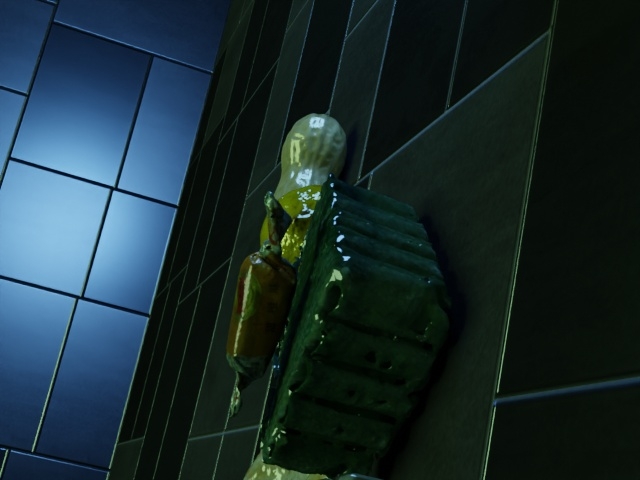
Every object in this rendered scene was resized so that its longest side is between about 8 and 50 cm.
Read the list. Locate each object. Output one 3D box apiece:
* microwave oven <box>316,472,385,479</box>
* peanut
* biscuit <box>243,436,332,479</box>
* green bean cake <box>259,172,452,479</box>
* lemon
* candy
[{"bbox_3d":[0.016,0.295,0.379,0.286,0.219,0.354,135,148,-60],"label":"microwave oven"},{"bbox_3d":[-0.017,-0.057,1.197,0.082,0.082,0.187,145,138,-68],"label":"peanut"},{"bbox_3d":[-0.029,0.246,0.892,0.188,0.040,0.265,-17,50,57],"label":"biscuit"},{"bbox_3d":[0.022,0.068,0.844,0.208,0.107,0.193,-99,26,-62],"label":"green bean cake"},{"bbox_3d":[0.000,0.000,0.989,0.133,0.109,0.109,17,-91,-61],"label":"lemon"},{"bbox_3d":[-0.046,0.052,0.815,0.053,0.046,0.182,-156,77,-76],"label":"candy"}]
